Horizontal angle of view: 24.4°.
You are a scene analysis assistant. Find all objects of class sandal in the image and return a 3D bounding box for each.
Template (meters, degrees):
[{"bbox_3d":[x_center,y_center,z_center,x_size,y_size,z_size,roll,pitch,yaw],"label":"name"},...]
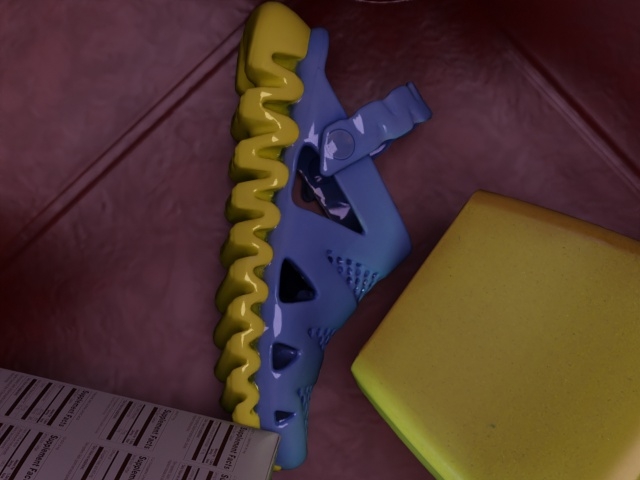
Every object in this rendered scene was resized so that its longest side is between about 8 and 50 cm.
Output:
[{"bbox_3d":[0.000,0.000,1.007,0.138,0.126,0.317,7,88,-10],"label":"sandal"}]

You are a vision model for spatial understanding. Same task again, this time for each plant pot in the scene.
[{"bbox_3d":[0.138,0.085,0.983,0.187,0.212,0.212,36,84,9],"label":"plant pot"}]

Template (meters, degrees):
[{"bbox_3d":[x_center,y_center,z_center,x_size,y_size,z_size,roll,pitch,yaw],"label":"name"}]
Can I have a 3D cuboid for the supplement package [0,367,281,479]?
[{"bbox_3d":[-0.148,0.210,0.919,0.203,0.149,0.194,13,110,3],"label":"supplement package"}]
